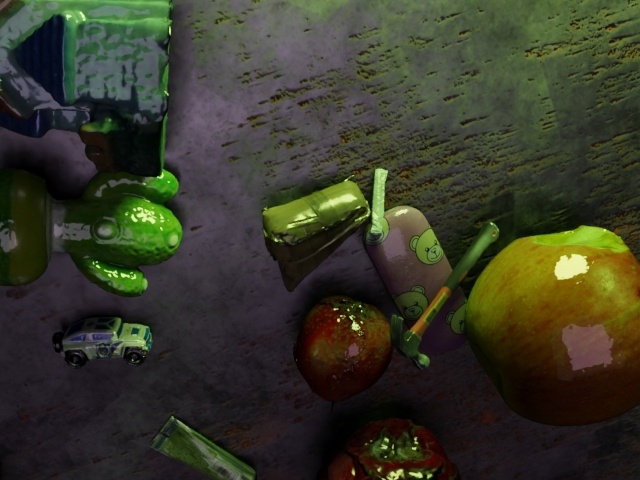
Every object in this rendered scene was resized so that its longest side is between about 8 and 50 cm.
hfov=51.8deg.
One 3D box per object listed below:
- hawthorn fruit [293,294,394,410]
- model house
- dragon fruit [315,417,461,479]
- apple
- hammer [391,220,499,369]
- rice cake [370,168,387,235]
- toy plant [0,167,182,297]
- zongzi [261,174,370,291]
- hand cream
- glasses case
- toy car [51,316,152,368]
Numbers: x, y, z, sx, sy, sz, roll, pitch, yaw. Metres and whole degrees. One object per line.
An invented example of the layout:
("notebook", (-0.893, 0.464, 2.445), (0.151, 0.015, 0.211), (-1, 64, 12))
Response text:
("hawthorn fruit", (0.039, 0.219, 1.206), (0.181, 0.181, 0.235), (7, 105, -10))
("model house", (-0.370, -0.228, 0.899), (0.330, 0.295, 0.251), (7, 108, -13))
("dragon fruit", (0.135, 0.512, 1.275), (0.329, 0.329, 0.329), (-3, 113, -6))
("apple", (0.416, 0.146, 1.142), (0.340, 0.339, 0.339), (-3, 113, -6))
("hammer", (0.227, 0.087, 1.173), (0.111, 0.033, 0.287), (43, 80, -27))
("rice cake", (0.101, -0.066, 1.143), (0.022, 0.021, 0.121), (6, 76, 0))
("toy plant", (-0.383, -0.015, 1.066), (0.316, 0.184, 0.224), (-1, 95, -18))
("zongzi", (0.000, 0.000, 1.165), (0.195, 0.099, 0.197), (-23, 139, -8))
("hand cream", (-0.227, 0.445, 1.344), (0.235, 0.055, 0.086), (34, 102, -11))
("glasses case", (0.186, 0.080, 1.219), (0.123, 0.076, 0.316), (-31, 113, 0))
("toy car", (-0.392, 0.180, 1.188), (0.171, 0.080, 0.070), (0, 111, -6))
